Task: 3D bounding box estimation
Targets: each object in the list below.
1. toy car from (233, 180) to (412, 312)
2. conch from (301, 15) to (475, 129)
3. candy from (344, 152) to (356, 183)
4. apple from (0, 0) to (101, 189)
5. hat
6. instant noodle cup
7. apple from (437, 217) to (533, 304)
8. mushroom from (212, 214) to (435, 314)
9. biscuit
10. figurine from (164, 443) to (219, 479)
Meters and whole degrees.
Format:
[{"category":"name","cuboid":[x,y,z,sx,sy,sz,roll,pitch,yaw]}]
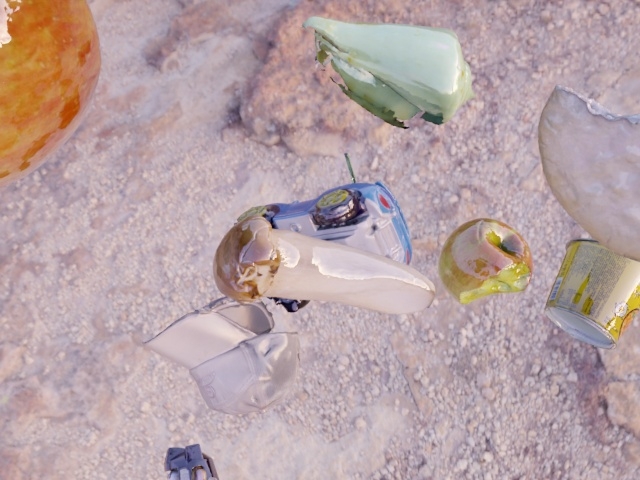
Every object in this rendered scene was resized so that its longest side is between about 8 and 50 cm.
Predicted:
[{"category":"toy car","cuboid":[0.000,0.000,1.094,0.314,0.198,0.166,-10,28,34]},{"category":"conch","cuboid":[0.101,-0.242,0.953,0.250,0.143,0.137,5,85,12]},{"category":"candy","cuboid":[0.071,-0.065,1.164,0.061,0.203,0.061,-14,29,8]},{"category":"apple","cuboid":[-0.331,-0.175,0.575,0.250,0.278,0.309,-28,48,-15]},{"category":"hat","cuboid":[-0.164,0.203,1.107,0.232,0.275,0.161,-34,41,33]},{"category":"instant noodle cup","cuboid":[0.508,0.104,1.200,0.182,0.182,0.144,27,77,29]},{"category":"apple","cuboid":[0.437,0.070,1.741,0.246,0.226,0.246,14,45,-15]},{"category":"mushroom","cuboid":[0.008,0.029,0.601,0.209,0.084,0.071,11,38,-23]},{"category":"biscuit","cuboid":[0.356,-0.076,0.758,0.040,0.188,0.265,-34,83,-35]},{"category":"figurine","cuboid":[-0.334,0.687,1.721,0.308,0.143,0.309,-10,75,38]}]
